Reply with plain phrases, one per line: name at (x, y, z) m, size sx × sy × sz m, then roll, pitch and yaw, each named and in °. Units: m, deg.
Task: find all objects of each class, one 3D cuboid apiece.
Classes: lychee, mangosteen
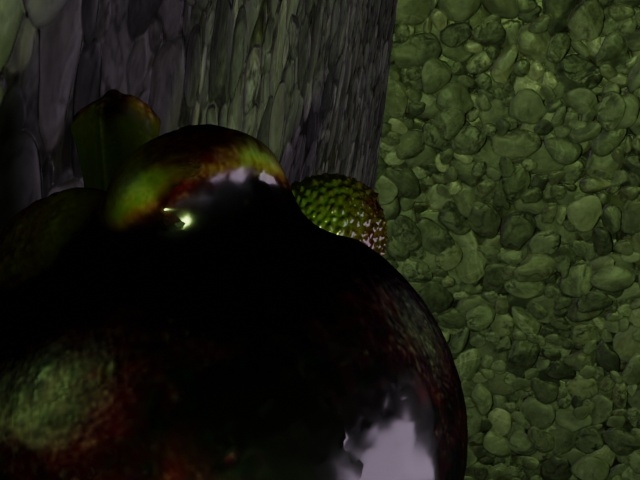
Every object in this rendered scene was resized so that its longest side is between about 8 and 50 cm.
lychee at (0.000, 0.000, 1.404) m, size 0.171 × 0.171 × 0.171 m, roll 9°, pitch 90°, yaw -83°
mangosteen at (-0.072, 0.070, 0.570) m, size 0.275 × 0.275 × 0.302 m, roll 62°, pitch 11°, yaw -79°
